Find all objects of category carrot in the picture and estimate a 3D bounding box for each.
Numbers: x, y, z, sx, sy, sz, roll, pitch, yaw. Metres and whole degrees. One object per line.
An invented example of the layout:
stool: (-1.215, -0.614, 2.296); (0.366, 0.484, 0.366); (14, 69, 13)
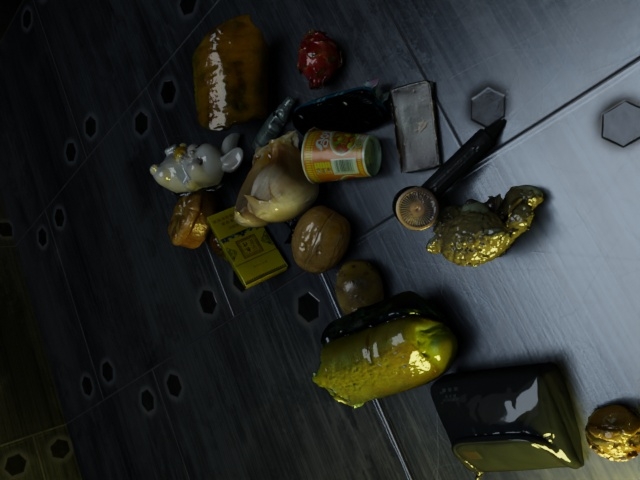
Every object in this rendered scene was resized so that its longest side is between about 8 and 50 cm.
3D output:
carrot: (-0.280, -0.505, 1.724); (0.241, 0.241, 0.341); (3, 96, 38)

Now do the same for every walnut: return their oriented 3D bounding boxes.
walnut: (0.000, 0.000, 1.593); (0.165, 0.165, 0.197); (33, 120, 31)

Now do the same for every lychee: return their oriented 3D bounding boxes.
lychee: (-0.323, 0.001, 1.870); (0.114, 0.114, 0.146); (-33, 81, 34)

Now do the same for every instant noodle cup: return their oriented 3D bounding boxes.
instant noodle cup: (0.065, -0.238, 1.536); (0.185, 0.168, 0.168); (4, 95, 29)

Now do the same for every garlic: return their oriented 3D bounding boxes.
garlic: (-0.145, -0.155, 1.637); (0.286, 0.249, 0.313); (-7, 51, 17)

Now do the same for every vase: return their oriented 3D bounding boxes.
vase: (-0.145, -0.371, 1.742); (0.211, 0.060, 0.060); (-50, 64, 28)

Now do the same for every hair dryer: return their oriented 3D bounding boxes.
hair dryer: (0.324, -0.169, 1.365); (0.352, 0.189, 0.107); (-44, 92, 7)

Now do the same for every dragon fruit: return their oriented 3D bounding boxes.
dragon fruit: (-0.002, -0.521, 1.585); (0.136, 0.133, 0.166); (-166, 76, -80)

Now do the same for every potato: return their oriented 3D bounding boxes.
potato: (0.109, 0.139, 1.538); (0.137, 0.137, 0.176); (-24, 80, 36)

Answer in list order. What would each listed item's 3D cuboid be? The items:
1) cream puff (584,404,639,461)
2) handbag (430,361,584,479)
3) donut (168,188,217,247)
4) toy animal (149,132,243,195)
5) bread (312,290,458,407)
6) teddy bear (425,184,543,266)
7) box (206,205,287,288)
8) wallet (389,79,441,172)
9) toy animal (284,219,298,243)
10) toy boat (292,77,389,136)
cream puff: (0.627, 0.412, 1.164); (0.104, 0.119, 0.133); (55, 151, 1)
handbag: (0.426, 0.439, 1.276); (0.301, 0.178, 0.275); (-19, 81, 37)
donut: (-0.449, -0.081, 1.921); (0.226, 0.113, 0.227); (-38, 41, 41)
toy animal: (-0.408, -0.255, 1.837); (0.325, 0.154, 0.208); (-19, 40, 0)
bread: (0.164, 0.293, 1.426); (0.376, 0.208, 0.251); (-29, 119, 34)
teddy bear: (0.361, -0.023, 1.253); (0.267, 0.256, 0.156); (-16, 88, 38)
box: (-0.242, 0.011, 1.789); (0.279, 0.153, 0.041); (57, 156, 21)
wallet: (0.254, -0.300, 1.455); (0.122, 0.031, 0.232); (-6, 91, 34)
toy animal: (-0.074, -0.020, 1.718); (0.220, 0.062, 0.108); (60, 143, 17)
toy boat: (0.053, -0.378, 1.571); (0.298, 0.134, 0.092); (-4, 54, 40)
